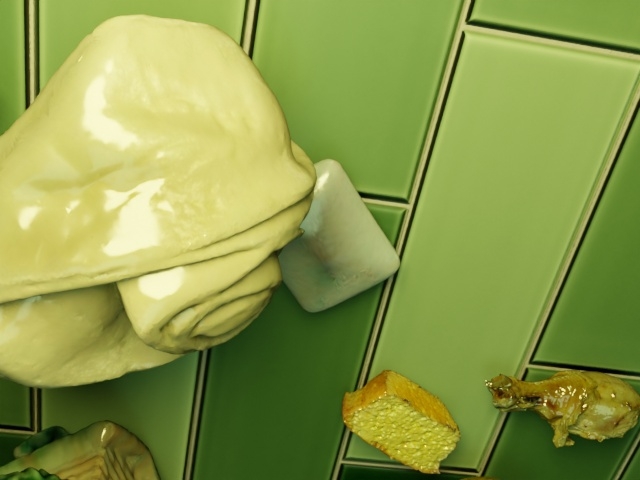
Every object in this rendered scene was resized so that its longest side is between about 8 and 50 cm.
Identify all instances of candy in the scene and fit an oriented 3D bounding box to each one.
[{"bbox_3d":[0.000,0.000,0.901,0.138,0.071,0.174,-27,119,13],"label":"candy"}]

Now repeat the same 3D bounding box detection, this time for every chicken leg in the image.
[{"bbox_3d":[0.333,0.230,1.055,0.227,0.088,0.103,2,134,-9],"label":"chicken leg"}]

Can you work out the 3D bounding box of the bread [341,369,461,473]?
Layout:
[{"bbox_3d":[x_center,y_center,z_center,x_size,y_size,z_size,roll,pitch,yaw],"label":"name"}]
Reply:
[{"bbox_3d":[0.117,0.256,1.072,0.187,0.065,0.103,33,113,-20],"label":"bread"}]

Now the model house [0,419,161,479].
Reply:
[{"bbox_3d":[-0.438,0.397,0.965,0.445,0.400,0.395,-23,108,1],"label":"model house"}]

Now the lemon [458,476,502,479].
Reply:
[{"bbox_3d":[0.238,0.454,1.124,0.192,0.192,0.231,-3,108,-1],"label":"lemon"}]

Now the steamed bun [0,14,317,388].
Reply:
[{"bbox_3d":[-0.155,-0.011,0.714,0.255,0.342,0.368,41,108,0],"label":"steamed bun"}]
